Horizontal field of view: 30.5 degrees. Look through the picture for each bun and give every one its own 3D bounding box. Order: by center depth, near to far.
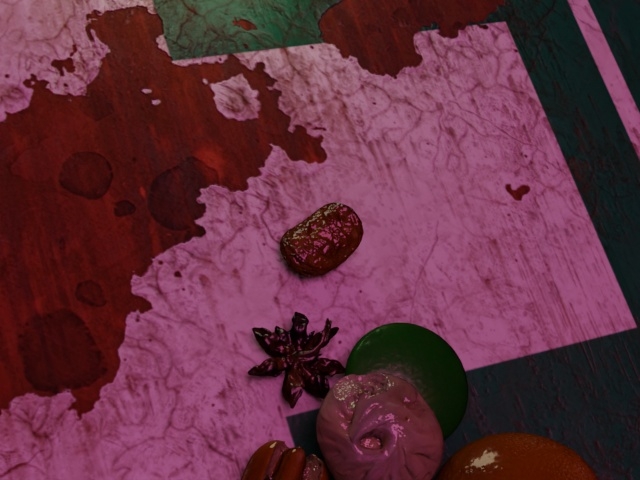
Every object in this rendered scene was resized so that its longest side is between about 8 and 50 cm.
[{"bbox_3d":[0.086,0.287,1.731,0.178,0.128,0.193,-22,89,3],"label":"bun"}]

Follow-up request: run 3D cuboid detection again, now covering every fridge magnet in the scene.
[{"bbox_3d":[0.135,0.230,1.859,0.208,0.088,0.208,7,64,-15],"label":"fridge magnet"}]

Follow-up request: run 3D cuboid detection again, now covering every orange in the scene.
[{"bbox_3d":[0.288,0.414,1.727,0.274,0.274,0.274,8,64,-16],"label":"orange"}]

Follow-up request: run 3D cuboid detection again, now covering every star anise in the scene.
[{"bbox_3d":[-0.037,0.187,1.841,0.168,0.057,0.168,3,71,-10],"label":"star anise"}]

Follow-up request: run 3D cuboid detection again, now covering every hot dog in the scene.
[{"bbox_3d":[-0.086,0.443,1.674,0.135,0.100,0.337,29,59,-5],"label":"hot dog"},{"bbox_3d":[0.001,0.001,1.936,0.147,0.065,0.099,-39,83,-18],"label":"hot dog"}]
